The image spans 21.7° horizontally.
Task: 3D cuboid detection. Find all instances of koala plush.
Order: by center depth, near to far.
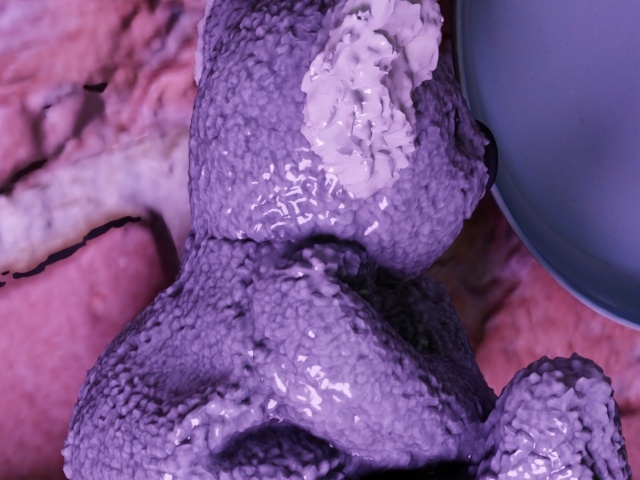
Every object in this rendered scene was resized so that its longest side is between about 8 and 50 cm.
[{"bbox_3d":[0.000,0.000,0.652,0.203,0.196,0.221,-3,102,-19],"label":"koala plush"}]

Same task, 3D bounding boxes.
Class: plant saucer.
[{"bbox_3d":[0.188,-0.111,0.821,0.317,0.044,0.317,-5,100,-29],"label":"plant saucer"}]
